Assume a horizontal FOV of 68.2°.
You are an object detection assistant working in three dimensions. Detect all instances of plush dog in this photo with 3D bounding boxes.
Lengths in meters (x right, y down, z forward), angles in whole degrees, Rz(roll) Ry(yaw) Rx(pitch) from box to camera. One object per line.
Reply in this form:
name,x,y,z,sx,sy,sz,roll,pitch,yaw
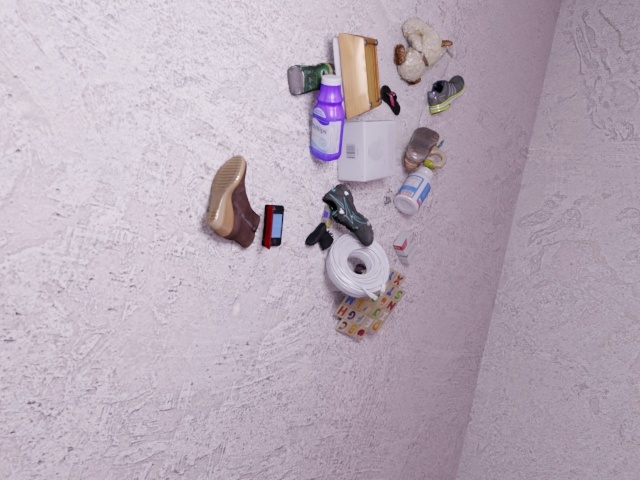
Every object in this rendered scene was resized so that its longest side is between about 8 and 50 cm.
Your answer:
plush dog,0.430,-0.791,2.046,0.225,0.210,0.262,-47,134,2

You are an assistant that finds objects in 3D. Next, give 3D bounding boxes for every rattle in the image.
rattle,0.561,-0.402,2.354,0.143,0.130,0.199,70,21,-46

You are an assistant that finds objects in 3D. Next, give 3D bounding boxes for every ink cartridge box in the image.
ink cartridge box,0.411,0.034,2.278,0.099,0.056,0.135,-53,133,-27

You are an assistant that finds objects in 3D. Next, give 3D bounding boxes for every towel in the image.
towel,0.027,-0.091,1.836,0.060,0.009,0.083,17,85,-49

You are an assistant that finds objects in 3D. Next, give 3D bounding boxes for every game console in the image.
game console,-0.147,-0.046,1.582,0.124,0.085,0.144,-1,99,-49

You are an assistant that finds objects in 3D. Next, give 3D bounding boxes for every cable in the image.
cable,0.149,0.096,1.857,0.257,0.089,0.257,28,57,-4

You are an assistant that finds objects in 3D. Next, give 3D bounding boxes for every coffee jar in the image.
coffee jar,-0.024,-0.557,1.621,0.184,0.079,0.096,-25,117,-43

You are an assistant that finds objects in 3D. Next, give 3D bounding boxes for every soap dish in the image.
soap dish,0.142,-0.605,1.730,0.229,0.118,0.291,-44,130,-61

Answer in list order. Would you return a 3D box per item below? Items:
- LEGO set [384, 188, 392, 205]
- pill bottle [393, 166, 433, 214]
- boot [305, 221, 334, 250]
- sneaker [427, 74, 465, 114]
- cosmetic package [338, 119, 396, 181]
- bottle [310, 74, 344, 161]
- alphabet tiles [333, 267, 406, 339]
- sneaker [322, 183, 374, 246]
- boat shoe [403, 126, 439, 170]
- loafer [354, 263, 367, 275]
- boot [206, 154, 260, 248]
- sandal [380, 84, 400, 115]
LEGO set,0.310,-0.193,2.135,0.054,0.023,0.083,8,92,-50
pill bottle,0.442,-0.238,2.204,0.221,0.124,0.124,-54,134,-27
boot,-0.001,0.000,1.800,0.121,0.045,0.099,-51,139,-25
sneaker,0.619,-0.743,2.320,0.300,0.111,0.121,-51,128,-33
cosmetic package,0.185,-0.357,1.864,0.225,0.138,0.224,-16,110,-45
bottle,0.028,-0.421,1.633,0.092,0.118,0.283,-20,131,-33
alphabet tiles,0.216,0.265,2.013,0.285,0.011,0.342,30,98,-38
sneaker,0.105,-0.083,1.822,0.106,0.101,0.267,-32,88,-29
boat shoe,0.460,-0.429,2.209,0.324,0.123,0.116,-47,164,-44
loafer,0.211,0.227,2.052,0.095,0.109,0.302,-52,136,-24
boot,-0.251,-0.116,1.469,0.207,0.090,0.248,38,67,-59
sandal,0.313,-0.606,2.035,0.179,0.040,0.067,35,72,-47
